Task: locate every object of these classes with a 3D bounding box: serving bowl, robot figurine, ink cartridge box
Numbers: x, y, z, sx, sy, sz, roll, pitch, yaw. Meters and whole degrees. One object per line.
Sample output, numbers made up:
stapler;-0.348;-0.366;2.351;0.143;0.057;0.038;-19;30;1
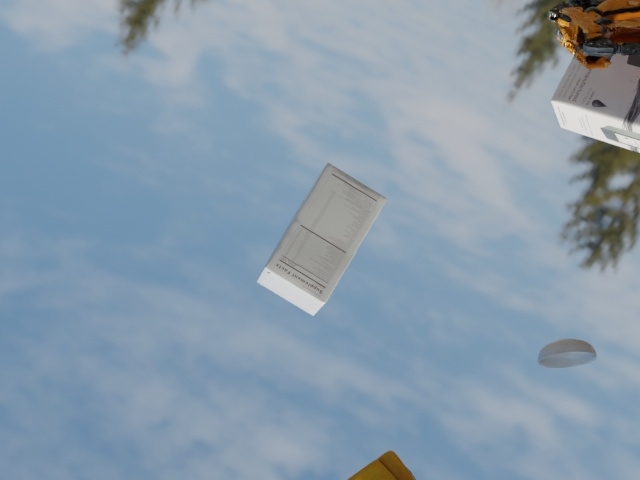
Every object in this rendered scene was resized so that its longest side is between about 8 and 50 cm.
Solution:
serving bowl;0.349;0.157;1.869;0.083;0.083;0.027;12;-115;-36
robot figurine;0.548;-0.374;2.321;0.291;0.085;0.211;-12;-142;-13
ink cartridge box;0.595;-0.273;2.417;0.273;0.198;0.115;21;165;29

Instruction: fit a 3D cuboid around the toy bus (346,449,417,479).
toy bus;0.150;0.439;1.740;0.333;0.108;0.130;54;176;12

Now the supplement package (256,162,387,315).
supplement package;0.000;0.000;2.521;0.139;0.244;0.134;32;164;-1
